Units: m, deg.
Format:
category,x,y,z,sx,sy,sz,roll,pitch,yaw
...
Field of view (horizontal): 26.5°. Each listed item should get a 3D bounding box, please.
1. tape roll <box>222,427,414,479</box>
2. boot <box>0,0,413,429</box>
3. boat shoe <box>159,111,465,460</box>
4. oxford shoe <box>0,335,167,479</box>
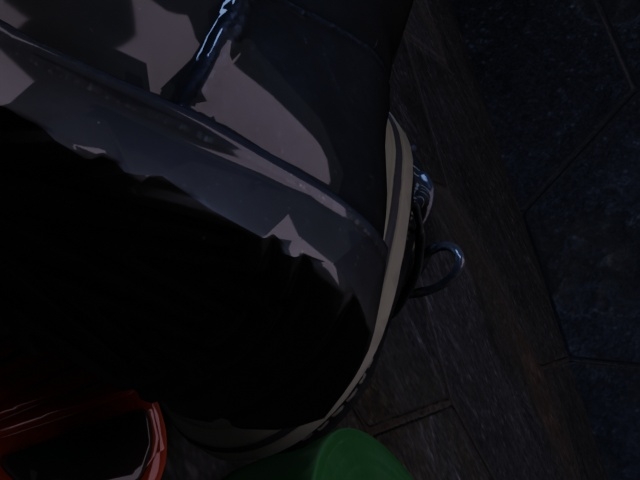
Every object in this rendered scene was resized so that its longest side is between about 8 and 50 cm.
category,x,y,z,sx,sy,sz,roll,pitch,yaw
tape roll,0.038,0.274,0.810,0.321,0.077,0.321,57,19,-31
boot,-0.109,-0.187,0.541,0.367,0.146,0.445,32,46,-22
boat shoe,0.000,0.000,0.900,0.156,0.186,0.500,54,13,-19
oxford shoe,-0.169,0.010,0.532,0.097,0.098,0.271,-26,78,-36
